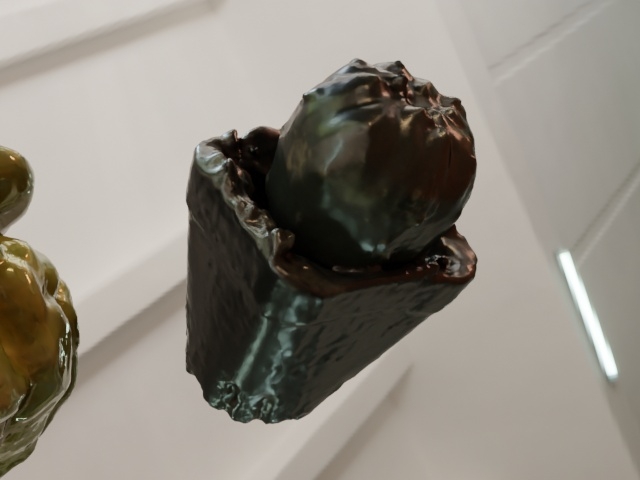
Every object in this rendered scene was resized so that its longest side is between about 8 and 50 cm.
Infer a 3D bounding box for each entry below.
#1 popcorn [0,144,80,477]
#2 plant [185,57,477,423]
[{"bbox_3d":[-0.283,0.099,0.661,0.292,0.334,0.294,20,-122,-45],"label":"popcorn"},{"bbox_3d":[0.000,0.000,0.751,0.164,0.256,0.142,0,-134,-40],"label":"plant"}]
